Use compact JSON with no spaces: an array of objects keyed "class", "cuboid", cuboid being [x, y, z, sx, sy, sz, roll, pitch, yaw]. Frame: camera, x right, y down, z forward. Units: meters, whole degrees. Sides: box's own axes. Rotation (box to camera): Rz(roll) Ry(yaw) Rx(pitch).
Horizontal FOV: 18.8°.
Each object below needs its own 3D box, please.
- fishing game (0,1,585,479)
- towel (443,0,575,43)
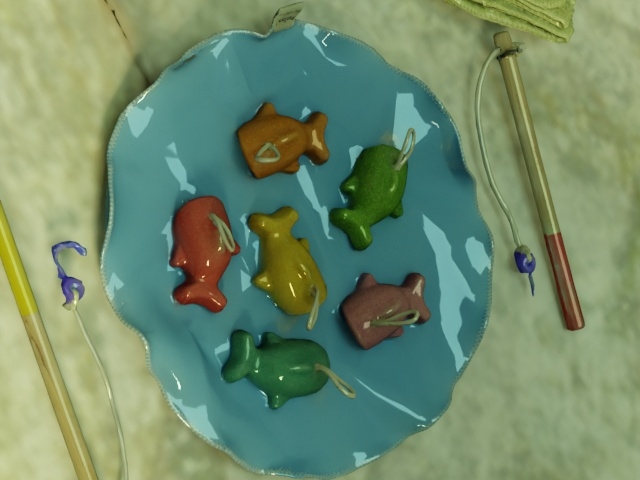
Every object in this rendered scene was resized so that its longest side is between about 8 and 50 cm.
[{"class":"fishing game","cuboid":[0.000,0.000,0.769,0.264,0.041,0.189,-16,93,-32]},{"class":"towel","cuboid":[0.078,-0.168,0.850,0.110,0.027,0.148,21,73,-26]}]
